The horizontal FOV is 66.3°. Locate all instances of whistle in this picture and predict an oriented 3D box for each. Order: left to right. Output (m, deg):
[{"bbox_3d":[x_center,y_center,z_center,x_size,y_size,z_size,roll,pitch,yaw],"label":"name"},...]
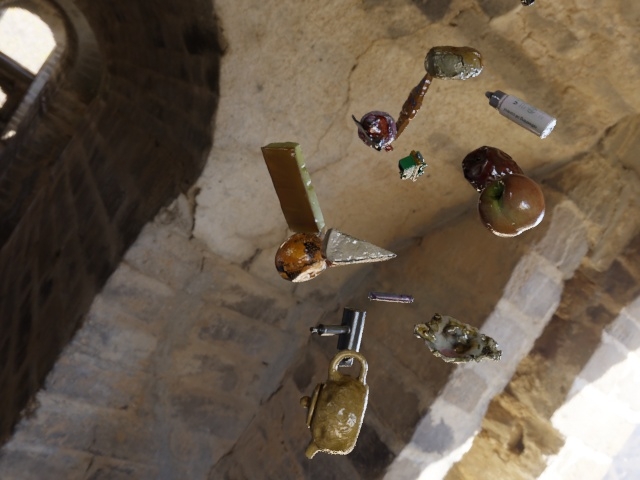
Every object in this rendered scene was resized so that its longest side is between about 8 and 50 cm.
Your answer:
[{"bbox_3d":[0.281,0.227,1.962,0.176,0.033,0.033,5,1,1],"label":"whistle"}]

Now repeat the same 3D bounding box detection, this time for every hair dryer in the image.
[{"bbox_3d":[0.043,0.314,1.590,0.077,0.196,0.248,9,-3,43],"label":"hair dryer"}]

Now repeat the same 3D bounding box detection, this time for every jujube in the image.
[{"bbox_3d":[0.872,-0.304,2.413,0.376,0.259,0.258,33,2,-6],"label":"jujube"}]

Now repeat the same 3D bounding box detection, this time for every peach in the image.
[{"bbox_3d":[0.758,-0.135,1.940,0.252,0.253,0.252,34,1,-1],"label":"peach"}]

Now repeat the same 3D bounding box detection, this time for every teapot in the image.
[{"bbox_3d":[0.029,0.432,1.288,0.166,0.312,0.203,17,5,6],"label":"teapot"}]

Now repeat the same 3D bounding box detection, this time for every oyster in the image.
[{"bbox_3d":[0.557,0.427,2.014,0.354,0.201,0.107,21,-46,27],"label":"oyster"}]

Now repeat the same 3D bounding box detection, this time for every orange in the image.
[{"bbox_3d":[-0.078,0.068,1.996,0.182,0.234,0.234,58,7,13],"label":"orange"}]

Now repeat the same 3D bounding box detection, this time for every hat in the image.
[{"bbox_3d":[0.172,-0.345,1.532,0.227,0.128,0.140,-33,109,-77],"label":"hat"}]

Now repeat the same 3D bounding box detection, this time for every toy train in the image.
[{"bbox_3d":[0.449,-0.367,2.453,0.228,0.136,0.091,94,-28,-71],"label":"toy train"}]

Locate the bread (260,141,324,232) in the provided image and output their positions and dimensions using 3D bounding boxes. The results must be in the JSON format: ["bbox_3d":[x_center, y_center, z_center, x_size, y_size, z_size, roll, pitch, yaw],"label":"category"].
[{"bbox_3d":[-0.095,-0.193,1.796,0.138,0.077,0.362,3,-52,30],"label":"bread"}]

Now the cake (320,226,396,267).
[{"bbox_3d":[0.105,0.051,1.485,0.220,0.117,0.086,26,-9,-3],"label":"cake"}]

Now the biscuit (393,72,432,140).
[{"bbox_3d":[0.337,-0.502,1.830,0.043,0.280,0.183,28,26,-10],"label":"biscuit"}]

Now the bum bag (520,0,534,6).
[{"bbox_3d":[0.709,-0.899,1.598,0.069,0.248,0.102,1,34,-26],"label":"bum bag"}]

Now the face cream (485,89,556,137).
[{"bbox_3d":[0.806,-0.534,2.010,0.311,0.092,0.092,44,6,29],"label":"face cream"}]

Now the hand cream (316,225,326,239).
[{"bbox_3d":[0.000,0.000,2.654,0.083,0.203,0.084,10,-30,6],"label":"hand cream"}]

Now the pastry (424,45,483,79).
[{"bbox_3d":[0.346,-0.463,1.276,0.153,0.081,0.153,2,24,-1],"label":"pastry"}]
